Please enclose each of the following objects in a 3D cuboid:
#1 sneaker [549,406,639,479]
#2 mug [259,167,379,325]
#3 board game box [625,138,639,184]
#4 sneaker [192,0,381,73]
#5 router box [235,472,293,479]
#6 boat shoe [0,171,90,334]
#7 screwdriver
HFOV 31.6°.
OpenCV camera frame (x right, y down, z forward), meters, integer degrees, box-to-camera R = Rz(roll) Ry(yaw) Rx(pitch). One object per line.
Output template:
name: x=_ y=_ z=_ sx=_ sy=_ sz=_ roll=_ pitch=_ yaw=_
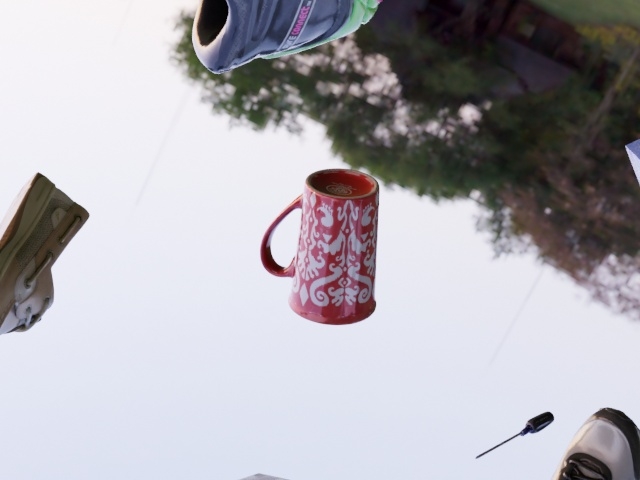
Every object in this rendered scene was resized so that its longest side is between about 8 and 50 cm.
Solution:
sneaker: x=0.306 y=0.328 z=1.356 sx=0.100 sy=0.271 sz=0.108 roll=27 pitch=-171 yaw=31
mug: x=0.003 y=0.005 z=1.400 sx=0.150 sy=0.169 sz=0.113 roll=2 pitch=-152 yaw=-6
board game box: x=0.385 y=0.000 z=1.176 sx=0.201 sy=0.035 sz=0.136 roll=62 pitch=-174 yaw=-23
sneaker: x=-0.120 y=-0.306 z=0.783 sx=0.483 sy=0.202 sz=0.185 roll=57 pitch=-179 yaw=-35
router box: x=-0.010 y=0.328 z=1.226 sx=0.243 sy=0.081 sz=0.309 roll=9 pitch=177 yaw=16
boat shoe: x=-0.353 y=0.054 z=1.315 sx=0.098 sy=0.109 sz=0.302 roll=35 pitch=-135 yaw=-21
screwdriver: x=0.289 y=0.294 z=1.677 sx=0.170 sy=0.024 sz=0.025 roll=-25 pitch=-89 yaw=-36
